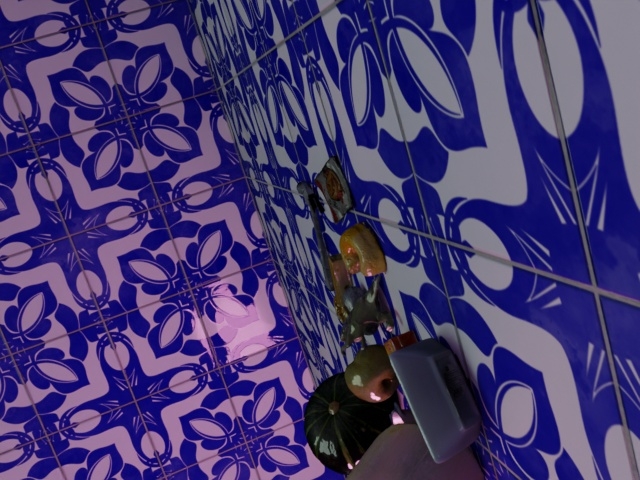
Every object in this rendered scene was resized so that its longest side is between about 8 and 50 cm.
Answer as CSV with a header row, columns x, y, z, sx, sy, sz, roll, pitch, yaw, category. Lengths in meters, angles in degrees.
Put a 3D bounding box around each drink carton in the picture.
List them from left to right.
x,y,z,sx,sy,sz,roll,pitch,yaw,category
0.238,0.345,1.653,0.096,0.070,0.223,109,140,-74,drink carton

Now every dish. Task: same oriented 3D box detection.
x,y,z,sx,sy,sz,roll,pitch,yaw,category
0.269,0.532,1.789,0.236,0.086,0.228,146,105,-79,dish
0.265,0.322,1.389,0.080,0.181,0.243,-35,73,38,dish

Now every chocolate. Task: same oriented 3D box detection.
x,y,z,sx,sy,sz,roll,pitch,yaw,category
0.120,0.208,1.970,0.072,0.072,0.167,92,156,-61,chocolate

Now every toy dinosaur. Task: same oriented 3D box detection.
x,y,z,sx,sy,sz,roll,pitch,yaw,category
0.115,0.224,1.832,0.294,0.077,0.162,-48,32,40,toy dinosaur

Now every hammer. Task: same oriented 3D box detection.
x,y,z,sx,sy,sz,roll,pitch,yaw,category
-0.001,0.000,2.272,0.152,0.044,0.427,-126,19,-52,hammer

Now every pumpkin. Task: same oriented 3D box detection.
x,y,z,sx,sy,sz,roll,pitch,yaw,category
0.101,0.565,2.055,0.241,0.323,0.323,51,-174,-47,pumpkin

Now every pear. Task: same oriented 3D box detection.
x,y,z,sx,sy,sz,roll,pitch,yaw,category
0.154,0.374,1.867,0.136,0.167,0.167,39,148,54,pear

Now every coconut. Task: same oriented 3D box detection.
x,y,z,sx,sy,sz,roll,pitch,yaw,category
0.203,0.606,1.514,0.297,0.309,0.298,26,138,26,coconut

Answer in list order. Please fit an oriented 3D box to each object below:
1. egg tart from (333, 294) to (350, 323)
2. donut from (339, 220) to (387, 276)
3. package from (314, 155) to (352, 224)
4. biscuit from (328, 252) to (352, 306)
x,y,z,sx,sy,sz,roll,pitch,yaw,category
0.084,0.238,2.236,0.130,0.052,0.131,160,90,-77,egg tart
0.104,0.026,1.738,0.146,0.078,0.181,69,167,-10,donut
0.040,-0.137,1.869,0.239,0.030,0.154,132,116,-76,package
0.070,0.127,2.107,0.052,0.056,0.188,-123,16,-55,biscuit
